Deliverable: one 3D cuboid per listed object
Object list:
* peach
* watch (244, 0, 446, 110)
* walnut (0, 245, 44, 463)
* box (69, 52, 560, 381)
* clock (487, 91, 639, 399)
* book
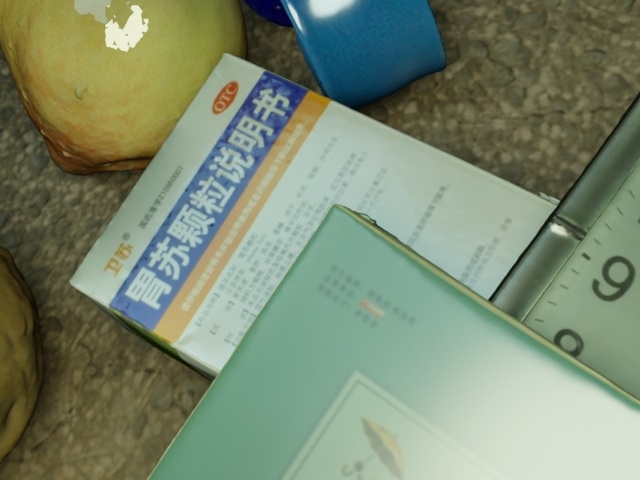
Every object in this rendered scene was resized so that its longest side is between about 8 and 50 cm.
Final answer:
[{"bbox_3d":[-0.166,-0.151,0.893,0.233,0.232,0.232,-10,61,18],"label":"peach"},{"bbox_3d":[0.017,-0.205,0.848,0.171,0.196,0.200,-31,47,11],"label":"watch"},{"bbox_3d":[-0.347,0.079,0.807,0.296,0.285,0.285,1,65,11],"label":"walnut"},{"bbox_3d":[0.013,0.028,0.754,0.299,0.106,0.200,27,77,22],"label":"box"},{"bbox_3d":[0.234,0.074,0.638,0.273,0.049,0.279,38,80,3],"label":"clock"},{"bbox_3d":[0.005,0.198,0.580,0.264,0.031,0.379,35,90,21],"label":"book"}]
